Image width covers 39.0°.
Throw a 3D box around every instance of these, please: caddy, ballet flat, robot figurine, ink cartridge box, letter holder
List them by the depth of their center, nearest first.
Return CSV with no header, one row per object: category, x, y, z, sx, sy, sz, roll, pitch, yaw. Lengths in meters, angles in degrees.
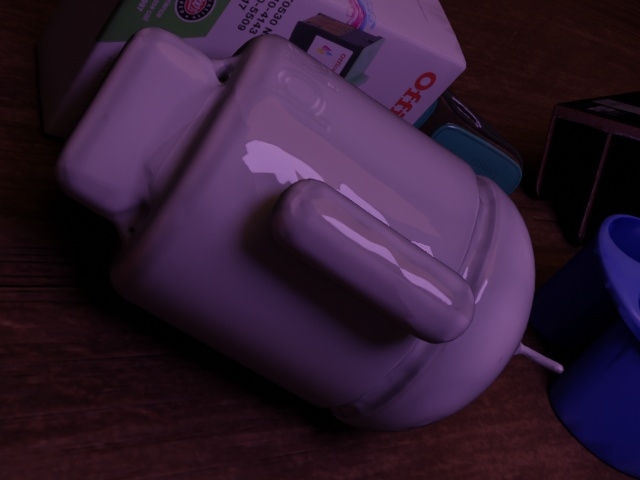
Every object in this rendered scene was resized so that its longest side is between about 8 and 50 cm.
robot figurine,0.000,0.000,0.618,0.353,0.200,0.300,32,2,-17
ink cartridge box,-0.054,-0.150,0.727,0.278,0.201,0.117,15,44,-36
caddy,0.373,0.110,0.901,0.341,0.179,0.241,24,39,-26
ballet flat,0.108,-0.138,0.992,0.280,0.095,0.096,35,23,-30
letter holder,0.404,-0.066,1.178,0.152,0.214,0.302,23,24,31
